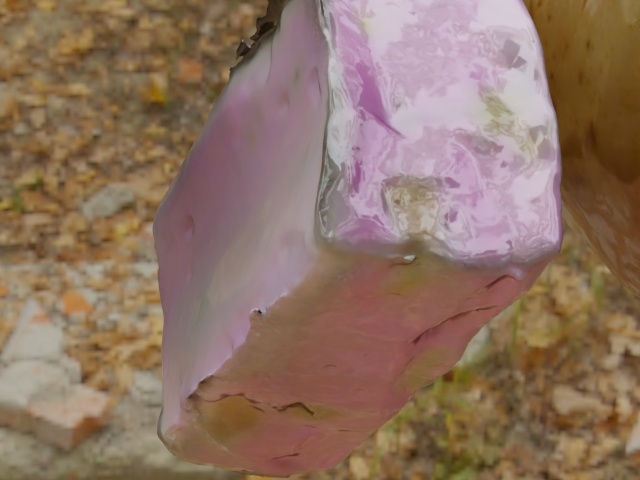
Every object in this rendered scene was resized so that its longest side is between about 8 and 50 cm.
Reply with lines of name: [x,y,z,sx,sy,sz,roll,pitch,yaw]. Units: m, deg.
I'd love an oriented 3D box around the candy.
candy: [0.000,0.000,0.693,0.116,0.265,0.155,5,61,-21]

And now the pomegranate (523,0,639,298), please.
pomegranate: [0.279,-0.145,0.801,0.410,0.410,0.410,1,26,-1]
